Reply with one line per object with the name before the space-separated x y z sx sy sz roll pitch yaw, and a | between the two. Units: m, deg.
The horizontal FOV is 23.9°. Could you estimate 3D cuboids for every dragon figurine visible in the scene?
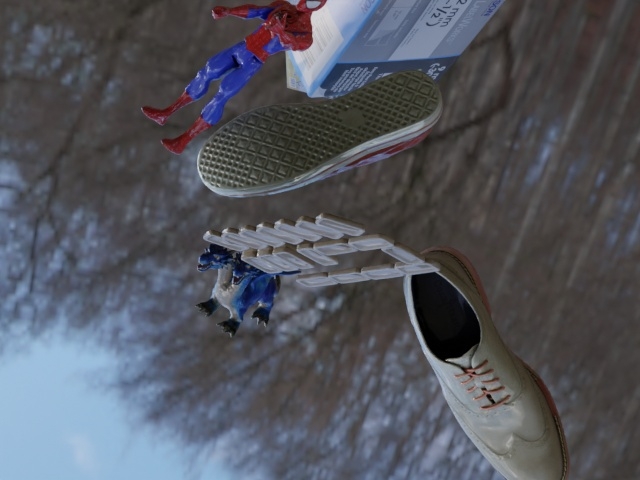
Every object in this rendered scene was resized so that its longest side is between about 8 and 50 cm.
dragon figurine | -0.089 0.049 2.168 0.085 0.144 0.289 41 -155 19

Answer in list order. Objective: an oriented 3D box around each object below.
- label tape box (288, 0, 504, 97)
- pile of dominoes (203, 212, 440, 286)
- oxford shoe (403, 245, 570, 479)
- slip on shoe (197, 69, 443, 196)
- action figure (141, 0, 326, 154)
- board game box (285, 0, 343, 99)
label tape box | 0.157 -0.328 2.181 0.348 0.249 0.115 -6 -118 -33
pile of dominoes | 0.000 0.000 1.912 0.251 0.040 0.196 -9 153 42
oxford shoe | 0.222 0.197 2.152 0.397 0.140 0.146 59 -164 5
slip on shoe | 0.002 -0.129 1.981 0.331 0.101 0.123 -19 -110 -1
action figure | -0.115 -0.232 1.891 0.091 0.280 0.139 57 -168 23
board game box | 0.020 -0.350 2.635 0.165 0.243 0.042 17 -130 15
